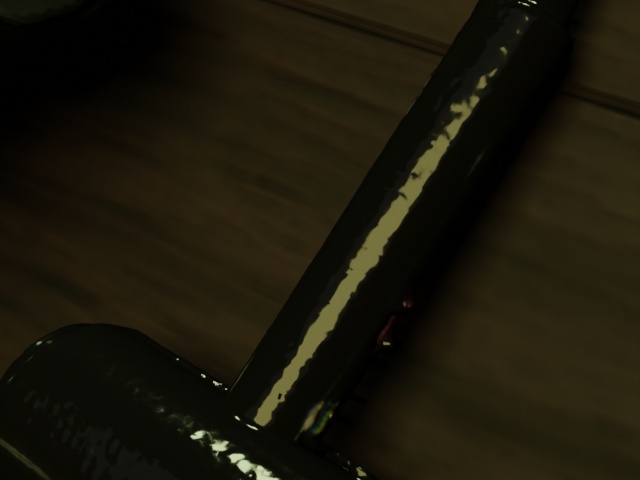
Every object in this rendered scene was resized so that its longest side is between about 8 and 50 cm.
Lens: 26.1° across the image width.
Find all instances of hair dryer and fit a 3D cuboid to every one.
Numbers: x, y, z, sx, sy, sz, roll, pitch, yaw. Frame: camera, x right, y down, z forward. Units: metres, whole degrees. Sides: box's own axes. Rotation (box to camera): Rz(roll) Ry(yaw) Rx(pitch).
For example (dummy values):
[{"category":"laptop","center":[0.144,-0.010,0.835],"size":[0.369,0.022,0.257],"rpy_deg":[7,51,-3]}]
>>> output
[{"category":"hair dryer","center":[0.001,0.001,0.421],"size":[0.114,0.070,0.248],"rpy_deg":[29,85,28]}]

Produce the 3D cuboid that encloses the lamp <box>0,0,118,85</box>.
[{"category":"lamp","center":[-0.265,-0.157,0.436],"size":[0.272,0.205,0.374],"rpy_deg":[-38,86,-22]}]
